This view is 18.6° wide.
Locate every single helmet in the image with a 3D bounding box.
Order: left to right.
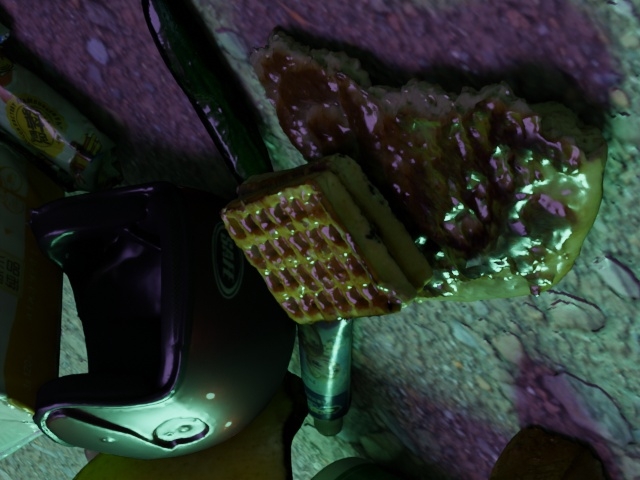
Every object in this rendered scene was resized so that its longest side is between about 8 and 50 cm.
[{"bbox_3d":[-0.115,0.058,1.400,0.193,0.189,0.216,11,146,-25],"label":"helmet"}]

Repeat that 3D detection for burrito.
[{"bbox_3d":[-0.260,-0.140,1.458,0.288,0.054,0.104,39,154,6],"label":"burrito"}]

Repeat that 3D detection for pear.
[{"bbox_3d":[-0.114,0.220,1.510,0.178,0.267,0.267,1,157,-13],"label":"pear"}]

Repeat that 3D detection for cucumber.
[{"bbox_3d":[-0.075,-0.101,1.285,0.184,0.033,0.036,59,168,-30],"label":"cucumber"}]

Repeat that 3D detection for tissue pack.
[{"bbox_3d":[-0.291,0.060,1.478,0.124,0.225,0.185,30,132,-35],"label":"tissue pack"}]

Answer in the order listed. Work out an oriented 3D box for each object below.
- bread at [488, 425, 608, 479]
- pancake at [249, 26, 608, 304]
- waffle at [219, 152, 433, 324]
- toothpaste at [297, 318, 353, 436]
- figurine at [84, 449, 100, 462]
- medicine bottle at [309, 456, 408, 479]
[{"bbox_3d":[0.157,0.182,1.362,0.077,0.070,0.083,9,137,47],"label":"bread"},{"bbox_3d":[0.057,-0.059,1.167,0.244,0.057,0.266,44,152,15],"label":"pancake"},{"bbox_3d":[0.001,0.000,1.218,0.102,0.042,0.148,55,156,-11],"label":"waffle"},{"bbox_3d":[0.003,0.082,1.465,0.062,0.037,0.216,36,152,24],"label":"toothpaste"},{"bbox_3d":[-0.141,0.147,1.665,0.125,0.138,0.125,-3,134,-3],"label":"figurine"},{"bbox_3d":[0.105,0.276,1.513,0.274,0.133,0.133,23,149,35],"label":"medicine bottle"}]
